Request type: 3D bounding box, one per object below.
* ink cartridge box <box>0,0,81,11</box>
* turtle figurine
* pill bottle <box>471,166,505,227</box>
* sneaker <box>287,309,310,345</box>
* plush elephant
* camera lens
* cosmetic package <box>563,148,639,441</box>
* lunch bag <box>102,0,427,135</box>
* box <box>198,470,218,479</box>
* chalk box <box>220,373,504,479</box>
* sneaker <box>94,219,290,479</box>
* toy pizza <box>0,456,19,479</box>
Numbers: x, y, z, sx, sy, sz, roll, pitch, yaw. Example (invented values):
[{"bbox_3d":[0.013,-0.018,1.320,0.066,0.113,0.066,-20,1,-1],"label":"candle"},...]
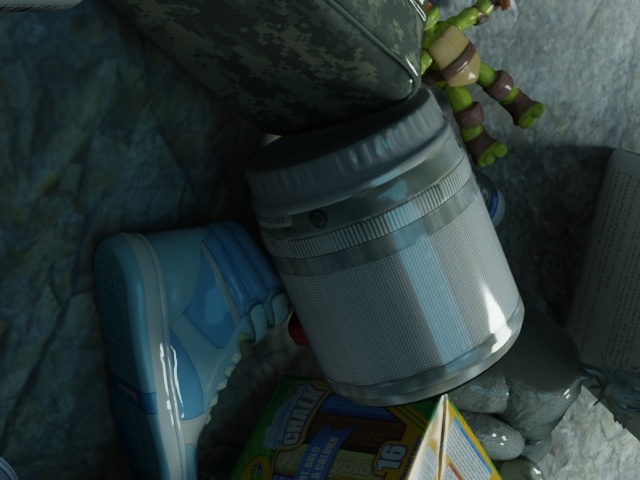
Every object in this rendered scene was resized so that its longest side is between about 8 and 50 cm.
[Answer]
[{"bbox_3d":[-0.349,-0.374,0.852,0.308,0.091,0.385,-7,94,-35],"label":"ink cartridge box"},{"bbox_3d":[0.149,-0.192,1.275,0.269,0.087,0.217,-49,114,-22],"label":"turtle figurine"},{"bbox_3d":[0.168,-0.052,1.333,0.137,0.078,0.078,19,95,-58],"label":"pill bottle"},{"bbox_3d":[0.000,0.000,1.250,0.128,0.087,0.221,42,68,-30],"label":"sneaker"},{"bbox_3d":[0.212,0.194,1.375,0.255,0.330,0.272,110,4,-47],"label":"plush elephant"},{"bbox_3d":[0.067,0.012,1.114,0.219,0.219,0.274,-32,108,-25],"label":"camera lens"},{"bbox_3d":[0.551,0.094,1.425,0.329,0.394,0.328,11,101,-10],"label":"cosmetic package"},{"bbox_3d":[-0.039,-0.284,1.024,0.305,0.212,0.256,34,53,-41],"label":"lunch bag"},{"bbox_3d":[-0.116,0.375,1.292,0.114,0.036,0.207,-56,133,-30],"label":"box"},{"bbox_3d":[0.022,0.274,1.236,0.180,0.288,0.179,56,51,-37],"label":"chalk box"},{"bbox_3d":[-0.112,0.127,1.168,0.208,0.127,0.319,-17,117,-31],"label":"sneaker"},{"bbox_3d":[-0.384,0.280,1.064,0.201,0.032,0.201,-21,126,-32],"label":"toy pizza"}]
